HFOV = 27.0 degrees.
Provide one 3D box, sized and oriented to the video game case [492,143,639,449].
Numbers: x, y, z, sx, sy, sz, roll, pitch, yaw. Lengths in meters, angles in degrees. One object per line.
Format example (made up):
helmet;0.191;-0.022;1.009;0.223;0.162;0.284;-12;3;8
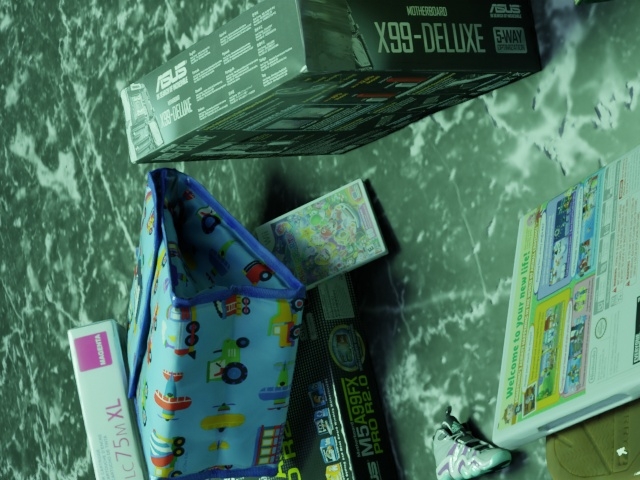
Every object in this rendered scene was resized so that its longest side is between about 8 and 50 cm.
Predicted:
video game case;0.206;0.036;1.004;0.193;0.023;0.212;-36;35;51

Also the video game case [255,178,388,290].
video game case;0.000;0.000;1.323;0.122;0.011;0.087;-25;61;14

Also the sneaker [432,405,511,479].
sneaker;0.130;0.181;1.205;0.098;0.038;0.069;-32;69;52

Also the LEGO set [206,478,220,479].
LEGO set;-0.109;0.214;1.540;0.182;0.060;0.244;-17;80;58

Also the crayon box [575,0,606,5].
crayon box;0.202;-0.356;0.942;0.202;0.081;0.318;118;139;-71

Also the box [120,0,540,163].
box;-0.001;-0.140;1.178;0.307;0.243;0.076;-18;79;55

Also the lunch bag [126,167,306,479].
lunch bag;-0.136;0.074;1.373;0.293;0.138;0.220;-126;40;-54

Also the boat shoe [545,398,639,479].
boat shoe;0.299;0.127;0.896;0.341;0.110;0.121;-15;60;59

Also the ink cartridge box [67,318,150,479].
ink cartridge box;-0.236;0.201;1.588;0.311;0.065;0.185;89;169;-82

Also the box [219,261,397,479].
box;-0.032;0.177;1.396;0.216;0.060;0.270;-23;75;45
